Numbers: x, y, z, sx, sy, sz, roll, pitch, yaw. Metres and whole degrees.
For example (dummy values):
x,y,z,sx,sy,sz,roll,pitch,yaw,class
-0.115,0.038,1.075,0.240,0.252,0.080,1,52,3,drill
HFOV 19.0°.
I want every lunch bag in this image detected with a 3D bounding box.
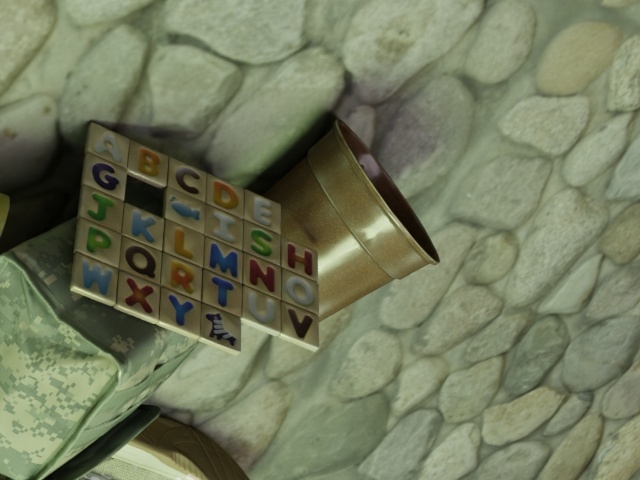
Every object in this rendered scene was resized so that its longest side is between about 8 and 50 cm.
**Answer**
x,y,z,sx,sy,sz,roll,pitch,yaw,class
-0.231,0.116,1.690,0.287,0.169,0.235,-51,172,31,lunch bag

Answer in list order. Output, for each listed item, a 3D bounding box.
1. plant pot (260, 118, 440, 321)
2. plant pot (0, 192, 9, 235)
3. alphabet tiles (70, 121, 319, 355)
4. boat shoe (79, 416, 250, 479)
x,y,z,sx,sy,sz,roll,pitch,yaw,class
0.000,0.000,1.820,0.165,0.167,0.167,-36,142,9,plant pot
-0.333,0.002,1.596,0.095,0.134,0.134,27,112,-19,plant pot
-0.103,0.011,1.654,0.237,0.198,0.009,23,131,-23,alphabet tiles
-0.169,0.243,1.970,0.092,0.103,0.285,-42,138,13,boat shoe
